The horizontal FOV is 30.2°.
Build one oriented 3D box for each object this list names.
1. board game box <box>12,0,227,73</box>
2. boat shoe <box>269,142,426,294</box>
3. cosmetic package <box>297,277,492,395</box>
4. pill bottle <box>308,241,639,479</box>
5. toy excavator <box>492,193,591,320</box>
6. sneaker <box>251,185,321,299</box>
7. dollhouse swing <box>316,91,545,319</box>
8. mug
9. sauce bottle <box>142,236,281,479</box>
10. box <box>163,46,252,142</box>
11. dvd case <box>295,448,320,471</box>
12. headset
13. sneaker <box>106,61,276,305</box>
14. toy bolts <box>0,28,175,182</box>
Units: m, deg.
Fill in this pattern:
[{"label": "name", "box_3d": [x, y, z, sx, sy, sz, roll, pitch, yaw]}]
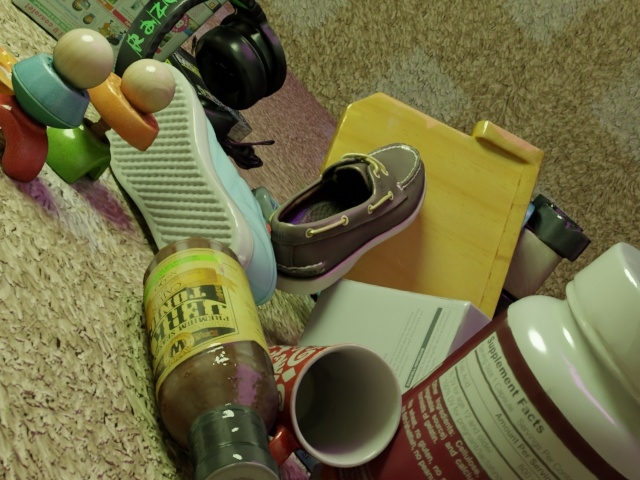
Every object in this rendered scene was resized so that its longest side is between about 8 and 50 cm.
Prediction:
[{"label": "board game box", "box_3d": [-0.253, -0.385, 1.676, 0.224, 0.303, 0.097, 42, 12, -34]}, {"label": "boat shoe", "box_3d": [0.041, -0.052, 1.520, 0.117, 0.096, 0.324, 21, 40, 29]}, {"label": "cosmetic package", "box_3d": [0.125, 0.163, 1.461, 0.225, 0.138, 0.224, 10, -21, 44]}, {"label": "pill bottle", "box_3d": [0.194, 0.194, 1.128, 0.224, 0.392, 0.224, 41, 20, -19]}, {"label": "toy excavator", "box_3d": [0.244, -0.079, 2.189, 0.445, 0.222, 0.433, 40, 9, 0]}, {"label": "sneaker", "box_3d": [0.000, 0.000, 1.811, 0.262, 0.125, 0.104, 47, 6, -15]}, {"label": "dollhouse swing", "box_3d": [0.128, -0.005, 1.781, 0.305, 0.346, 0.315, 19, -15, 1]}, {"label": "mug", "box_3d": [-0.027, 0.153, 1.140, 0.169, 0.150, 0.113, -2, -84, 65]}, {"label": "sauce bottle", "box_3d": [-0.095, 0.118, 1.070, 0.111, 0.111, 0.344, 43, 11, -29]}, {"label": "box", "box_3d": [-0.222, -0.276, 2.114, 0.184, 0.045, 0.191, 57, 13, 29]}, {"label": "dvd case", "box_3d": [0.075, 0.306, 1.328, 0.253, 0.022, 0.180, 50, 11, 7]}, {"label": "headset", "box_3d": [-0.174, -0.221, 1.707, 0.185, 0.243, 0.394, 33, -14, 31]}, {"label": "sneaker", "box_3d": [-0.155, -0.059, 1.452, 0.150, 0.135, 0.365, 47, 17, -52]}, {"label": "toy bolts", "box_3d": [-0.274, -0.174, 1.249, 0.218, 0.158, 0.228, 49, 11, 0]}]
